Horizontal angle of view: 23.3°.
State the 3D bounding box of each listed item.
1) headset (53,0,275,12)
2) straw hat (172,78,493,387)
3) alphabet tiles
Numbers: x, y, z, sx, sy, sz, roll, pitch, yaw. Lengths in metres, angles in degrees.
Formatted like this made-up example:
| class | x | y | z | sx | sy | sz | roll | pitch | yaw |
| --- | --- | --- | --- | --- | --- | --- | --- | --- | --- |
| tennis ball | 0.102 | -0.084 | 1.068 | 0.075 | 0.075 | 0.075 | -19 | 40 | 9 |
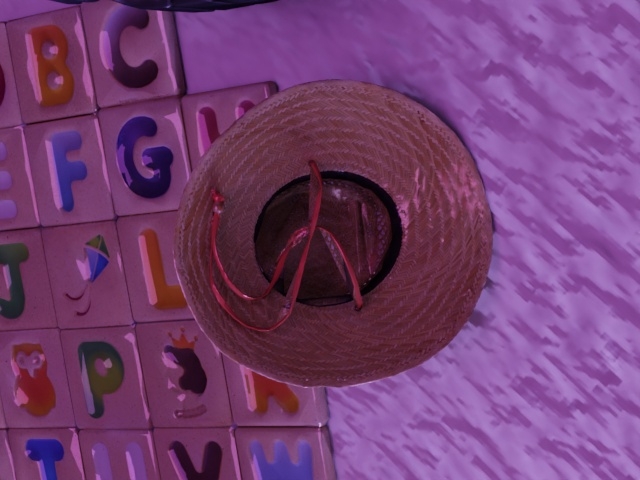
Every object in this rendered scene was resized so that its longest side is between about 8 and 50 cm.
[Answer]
| class | x | y | z | sx | sy | sz | roll | pitch | yaw |
| --- | --- | --- | --- | --- | --- | --- | --- | --- | --- |
| headset | -0.113 | -0.228 | 0.728 | 0.394 | 0.185 | 0.243 | 1 | 96 | 20 |
| straw hat | 0.000 | 0.000 | 0.702 | 0.061 | 0.144 | 0.144 | 151 | 100 | -76 |
| alphabet tiles | -0.120 | 0.045 | 0.840 | 0.285 | 0.011 | 0.342 | -5 | 97 | 37 |
